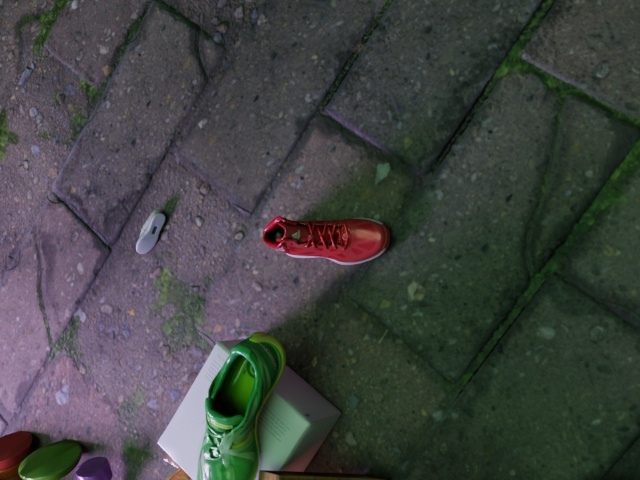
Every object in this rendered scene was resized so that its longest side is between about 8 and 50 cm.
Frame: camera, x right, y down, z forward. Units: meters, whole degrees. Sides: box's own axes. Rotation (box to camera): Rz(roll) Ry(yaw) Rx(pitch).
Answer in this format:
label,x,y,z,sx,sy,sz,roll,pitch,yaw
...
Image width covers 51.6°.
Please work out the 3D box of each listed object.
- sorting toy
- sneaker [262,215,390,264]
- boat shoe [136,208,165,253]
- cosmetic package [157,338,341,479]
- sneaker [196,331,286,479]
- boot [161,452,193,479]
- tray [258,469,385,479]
label,x,y,z,sx,sy,sz,roll,pitch,yaw
sorting toy,-0.579,0.511,1.417,0.365,0.127,0.126,0,109,28
sneaker,0.000,0.000,1.140,0.221,0.128,0.087,-6,84,27
boat shoe,-0.355,-0.020,1.375,0.100,0.035,0.035,-62,38,14
cosmetic package,-0.125,0.329,1.172,0.224,0.138,0.225,37,102,24
sneaker,-0.147,0.285,1.042,0.109,0.123,0.296,16,93,26
boot,-0.245,0.492,1.258,0.152,0.073,0.197,22,98,22
tray,-0.011,0.575,1.015,0.076,0.202,0.411,-19,62,56
